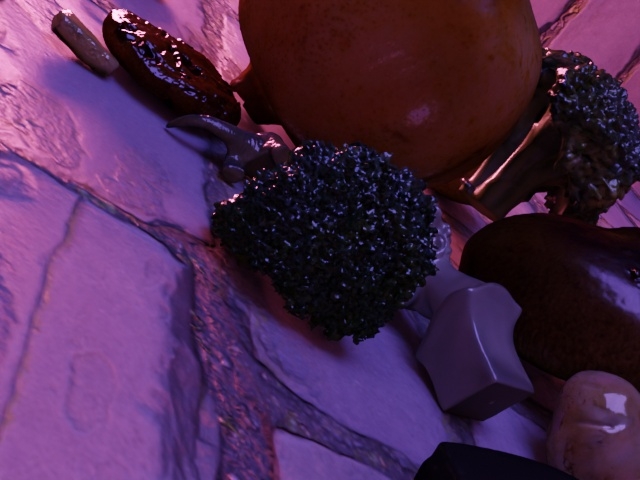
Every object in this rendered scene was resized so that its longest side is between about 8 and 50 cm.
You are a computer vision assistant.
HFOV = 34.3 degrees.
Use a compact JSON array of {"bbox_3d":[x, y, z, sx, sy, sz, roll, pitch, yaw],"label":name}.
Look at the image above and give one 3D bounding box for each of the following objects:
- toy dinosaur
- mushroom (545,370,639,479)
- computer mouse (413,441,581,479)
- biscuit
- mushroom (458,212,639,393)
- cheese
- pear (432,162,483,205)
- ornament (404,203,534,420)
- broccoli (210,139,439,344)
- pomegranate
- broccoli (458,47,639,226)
[{"bbox_3d":[-0.061,-0.094,1.191,0.248,0.075,0.188,30,13,-16],"label":"toy dinosaur"},{"bbox_3d":[0.303,0.214,1.121,0.148,0.112,0.148,13,67,-33],"label":"mushroom"},{"bbox_3d":[0.205,0.262,0.860,0.269,0.100,0.170,29,21,-32],"label":"computer mouse"},{"bbox_3d":[-0.166,-0.195,1.186,0.192,0.049,0.192,43,13,-12],"label":"biscuit"},{"bbox_3d":[0.341,0.108,1.311,0.346,0.259,0.345,9,19,-3],"label":"mushroom"},{"bbox_3d":[-0.247,-0.206,1.087,0.083,0.030,0.044,43,20,-30],"label":"cheese"},{"bbox_3d":[0.234,-0.164,1.666,0.211,0.188,0.228,31,23,-40],"label":"pear"},{"bbox_3d":[0.129,0.058,1.112,0.285,0.120,0.130,53,21,25],"label":"ornament"},{"bbox_3d":[0.000,0.000,1.006,0.220,0.194,0.194,13,26,-10],"label":"broccoli"},{"bbox_3d":[0.072,-0.248,1.307,0.417,0.416,0.416,36,20,-16],"label":"pomegranate"},{"bbox_3d":[0.332,-0.130,1.428,0.236,0.259,0.288,17,-9,12],"label":"broccoli"}]
